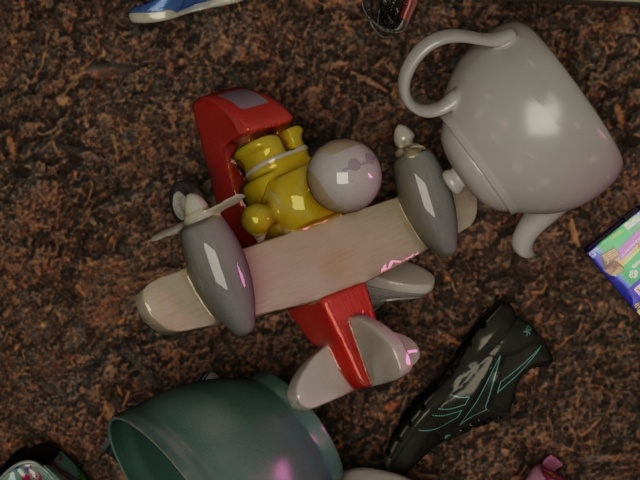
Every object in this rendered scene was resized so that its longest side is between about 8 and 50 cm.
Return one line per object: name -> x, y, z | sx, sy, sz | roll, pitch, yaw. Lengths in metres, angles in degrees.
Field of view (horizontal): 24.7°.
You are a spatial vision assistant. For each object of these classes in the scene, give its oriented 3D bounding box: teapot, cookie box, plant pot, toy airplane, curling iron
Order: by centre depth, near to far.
toy airplane -> 0.000, 0.000, 1.718 | 0.384, 0.386, 0.272 | 23, 138, -11
teapot -> 0.223, -0.126, 1.744 | 0.187, 0.252, 0.256 | -35, 80, 5
plant pot -> -0.098, 0.284, 1.798 | 0.196, 0.293, 0.293 | -35, 94, -23
curling iron -> 0.129, -0.382, 1.824 | 0.068, 0.035, 0.274 | 27, 100, 1
cookie box -> 0.404, 0.026, 1.853 | 0.092, 0.040, 0.107 | -40, 93, 9

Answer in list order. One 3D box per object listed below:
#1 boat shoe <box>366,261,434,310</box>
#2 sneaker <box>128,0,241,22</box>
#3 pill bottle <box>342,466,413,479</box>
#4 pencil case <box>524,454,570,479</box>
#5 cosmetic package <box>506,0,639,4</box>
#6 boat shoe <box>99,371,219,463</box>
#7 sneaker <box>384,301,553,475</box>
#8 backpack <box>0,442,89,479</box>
boat shoe -> 0.053, 0.061, 1.884 | 0.184, 0.066, 0.063 | 2, 120, -1
sneaker -> -0.175, -0.328, 1.848 | 0.152, 0.058, 0.084 | -13, 102, 3
pill bottle -> 0.045, 0.449, 1.810 | 0.169, 0.169, 0.301 | 20, 59, 2
pencil case -> 0.238, 0.414, 1.889 | 0.124, 0.124, 0.284 | 41, 99, -1
cosmetic package -> 0.381, -0.335, 1.746 | 0.309, 0.160, 0.113 | 4, 97, 4
boat shoe -> -0.214, 0.231, 1.930 | 0.083, 0.065, 0.183 | 37, 99, 2
sneaker -> 0.186, 0.209, 1.871 | 0.106, 0.101, 0.267 | 38, 100, -3
backpack -> -0.366, 0.424, 1.918 | 0.225, 0.191, 0.253 | -40, 98, 9
